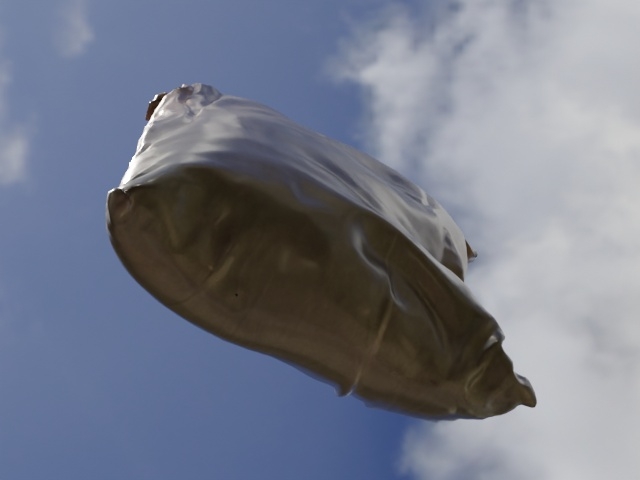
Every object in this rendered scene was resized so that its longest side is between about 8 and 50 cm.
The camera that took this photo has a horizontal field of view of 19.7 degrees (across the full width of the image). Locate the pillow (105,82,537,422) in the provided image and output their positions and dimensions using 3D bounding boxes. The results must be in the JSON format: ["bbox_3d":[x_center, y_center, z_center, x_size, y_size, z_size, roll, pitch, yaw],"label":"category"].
[{"bbox_3d":[0.000,0.000,0.739,0.173,0.270,0.067,30,-79,-8],"label":"pillow"}]
